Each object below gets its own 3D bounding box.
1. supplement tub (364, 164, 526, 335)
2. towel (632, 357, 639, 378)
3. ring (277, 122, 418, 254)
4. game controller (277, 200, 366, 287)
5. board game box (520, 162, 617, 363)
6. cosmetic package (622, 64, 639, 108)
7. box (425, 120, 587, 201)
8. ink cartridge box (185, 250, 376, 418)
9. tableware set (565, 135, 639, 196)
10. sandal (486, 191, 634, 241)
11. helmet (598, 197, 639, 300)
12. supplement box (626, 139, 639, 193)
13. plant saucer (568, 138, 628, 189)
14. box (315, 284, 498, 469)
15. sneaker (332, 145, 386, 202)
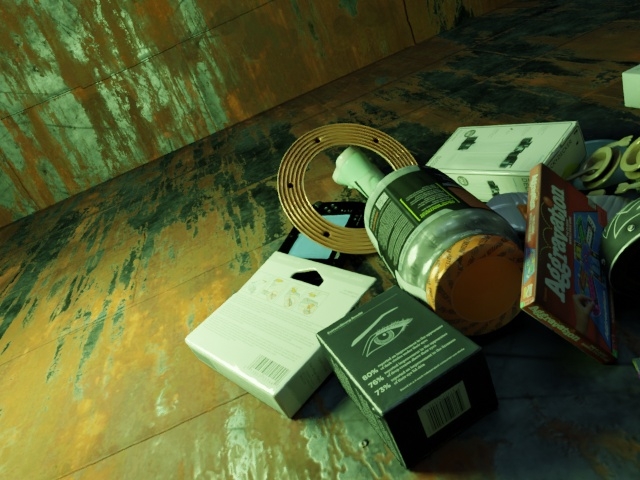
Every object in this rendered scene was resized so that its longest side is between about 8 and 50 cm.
[{"bbox_3d":[0.201,0.006,0.844,0.193,0.194,0.316,-23,27,1],"label":"supplement tub"},{"bbox_3d":[0.413,0.164,0.597,0.060,0.009,0.083,-14,29,19],"label":"towel"},{"bbox_3d":[0.071,-0.119,1.134,0.336,0.032,0.337,3,65,-5],"label":"ring"},{"bbox_3d":[0.000,0.000,1.148,0.166,0.067,0.319,-8,31,27],"label":"game controller"},{"bbox_3d":[0.354,0.018,0.720,0.027,0.145,0.281,-46,15,48],"label":"board game box"},{"bbox_3d":[0.932,-0.391,1.110,0.377,0.098,0.284,-26,24,-6],"label":"cosmetic package"},{"bbox_3d":[0.385,-0.166,1.085,0.169,0.087,0.290,-48,31,-22],"label":"box"},{"bbox_3d":[-0.069,0.148,0.915,0.296,0.066,0.261,12,49,48],"label":"ink cartridge box"},{"bbox_3d":[0.522,-0.144,0.891,0.128,0.039,0.194,-61,6,-7],"label":"tableware set"},{"bbox_3d":[0.419,-0.024,0.877,0.265,0.076,0.102,2,46,3],"label":"sandal"},{"bbox_3d":[0.465,0.012,0.669,0.169,0.169,0.161,-34,44,-21],"label":"helmet"},{"bbox_3d":[0.607,-0.140,0.914,0.083,0.083,0.056,-12,29,21],"label":"supplement box"},{"bbox_3d":[0.565,-0.169,1.053,0.194,0.037,0.195,-18,27,9],"label":"plant saucer"},{"bbox_3d":[0.111,0.175,0.702,0.153,0.108,0.207,-29,27,-11],"label":"box"},{"bbox_3d":[0.112,-0.147,1.316,0.094,0.151,0.256,-42,-6,1],"label":"sneaker"}]
